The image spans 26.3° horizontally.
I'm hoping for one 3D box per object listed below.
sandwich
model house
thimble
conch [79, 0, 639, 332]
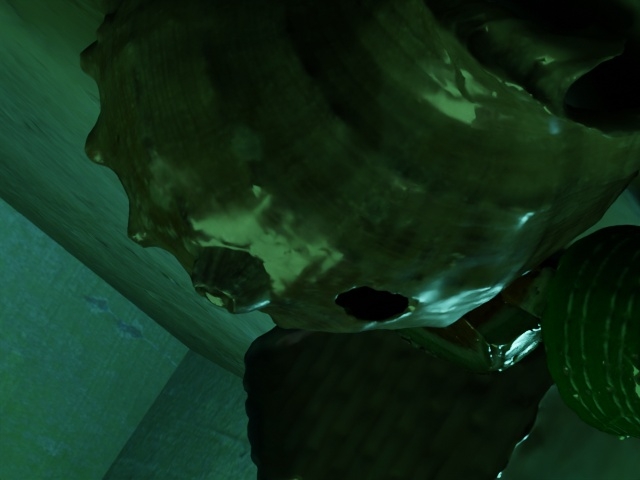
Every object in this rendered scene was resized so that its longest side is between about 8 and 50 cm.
[{"bbox_3d":[0.101,0.037,0.992,0.159,0.079,0.235,40,167,-29],"label":"sandwich"},{"bbox_3d":[0.089,0.305,1.238,0.400,0.445,0.395,18,163,48],"label":"model house"},{"bbox_3d":[0.189,0.054,0.740,0.130,0.118,0.090,9,-179,-35],"label":"thimble"},{"bbox_3d":[0.022,-0.038,0.701,0.263,0.186,0.324,20,-179,-40],"label":"conch"}]
